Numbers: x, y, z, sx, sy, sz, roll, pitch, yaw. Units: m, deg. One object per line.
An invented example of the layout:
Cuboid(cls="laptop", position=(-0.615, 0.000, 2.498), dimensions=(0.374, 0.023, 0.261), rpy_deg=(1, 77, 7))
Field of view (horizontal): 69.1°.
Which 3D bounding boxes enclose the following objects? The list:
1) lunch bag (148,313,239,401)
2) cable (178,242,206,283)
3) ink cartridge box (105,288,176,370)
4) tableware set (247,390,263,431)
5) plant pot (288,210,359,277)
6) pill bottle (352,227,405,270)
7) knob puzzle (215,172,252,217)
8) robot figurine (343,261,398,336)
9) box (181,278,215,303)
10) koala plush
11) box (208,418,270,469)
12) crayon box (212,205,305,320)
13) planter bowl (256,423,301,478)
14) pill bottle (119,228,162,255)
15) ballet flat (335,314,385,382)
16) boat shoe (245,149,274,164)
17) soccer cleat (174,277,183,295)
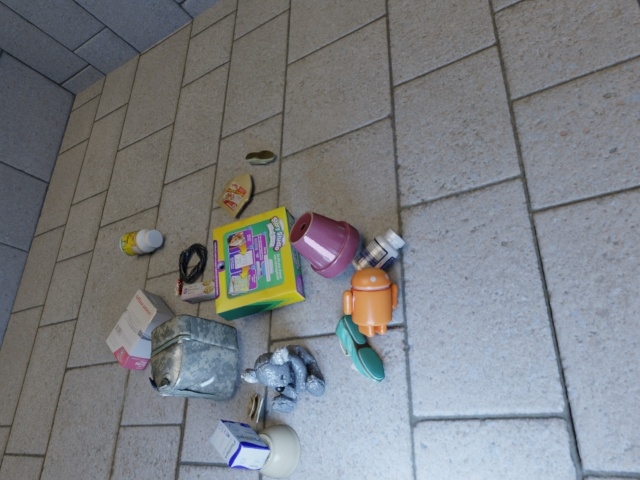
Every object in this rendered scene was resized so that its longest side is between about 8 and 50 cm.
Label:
Cuboid(cls="lunch bag", position=(-0.443, 0.430, 1.647), dimensions=(0.212, 0.305, 0.256), rpy_deg=(-31, 53, 21))
Cuboid(cls="cable", position=(-0.568, 0.105, 2.066), dimensions=(0.150, 0.047, 0.185), rpy_deg=(-13, 59, 25))
Cuboid(cls="ink cartridge box", position=(-0.786, 0.388, 2.037), dimensions=(0.207, 0.117, 0.283), rpy_deg=(33, 91, 41))
Cuboid(cls="tableware set", position=(-0.244, 0.607, 1.548), dimensions=(0.128, 0.039, 0.194), rpy_deg=(148, 138, -69))
Cuboid(cls="plant pot", position=(0.000, 0.000, 1.569), dimensions=(0.201, 0.180, 0.201), rpy_deg=(-41, 31, 31))
Cuboid(cls="pill bottle", position=(0.191, 0.043, 1.505), dimensions=(0.169, 0.094, 0.094), rpy_deg=(-46, 50, 9))
Cuboid(cls="knob puzzle", position=(-0.365, -0.211, 2.068), dimensions=(0.213, 0.030, 0.213), rpy_deg=(-16, 60, 30))
Cuboid(cls="robot figurine", position=(0.153, 0.178, 1.418), dimensions=(0.157, 0.128, 0.220), rpy_deg=(-1, 95, 14))
Cuboid(cls="box", position=(-0.436, 0.201, 1.906), dimensions=(0.323, 0.063, 0.067), rpy_deg=(-13, 60, 31))
Cuboid(cls="koala plush", position=(-0.132, 0.416, 1.482), dimensions=(0.196, 0.221, 0.203), rpy_deg=(-35, 53, 19))
Cuboid(cls="box", position=(-0.241, 0.610, 1.390), dimensions=(0.137, 0.126, 0.072), rpy_deg=(26, 85, 45))
Cuboid(cls="crayon box", position=(-0.237, 0.084, 1.746), dimensions=(0.312, 0.106, 0.363), rpy_deg=(-16, 59, 11))
Cuboid(cls="planter bowl", position=(-0.157, 0.660, 1.461), dimensions=(0.162, 0.109, 0.162), rpy_deg=(-16, 60, 30))
Cuboid(cls="pill bottle", position=(-0.876, 0.006, 2.280), dimensions=(0.208, 0.117, 0.118), rpy_deg=(-10, 64, 33))
Cuboid(cls="ballet flat", position=(0.117, 0.347, 1.439), dimensions=(0.087, 0.083, 0.247), rpy_deg=(-58, 44, 32))
Cuboid(cls="boat shoe", position=(-0.262, -0.361, 2.061), dimensions=(0.152, 0.048, 0.056), rpy_deg=(0, 57, 29))
Cuboid(cls="soccer cleat", position=(-0.633, 0.206, 2.070), dimensions=(0.035, 0.029, 0.083), rpy_deg=(-19, 64, 23))
